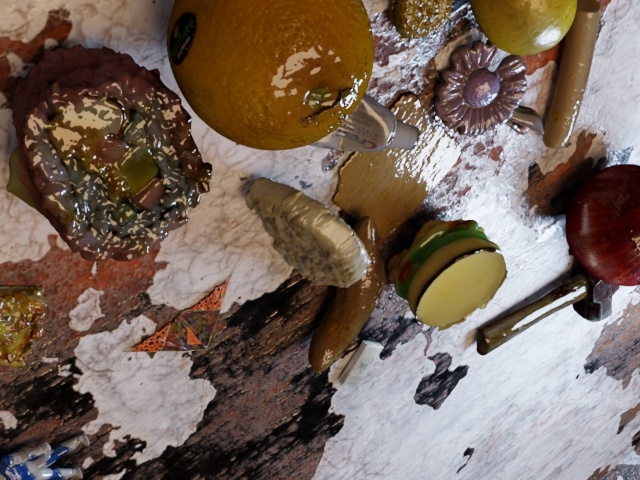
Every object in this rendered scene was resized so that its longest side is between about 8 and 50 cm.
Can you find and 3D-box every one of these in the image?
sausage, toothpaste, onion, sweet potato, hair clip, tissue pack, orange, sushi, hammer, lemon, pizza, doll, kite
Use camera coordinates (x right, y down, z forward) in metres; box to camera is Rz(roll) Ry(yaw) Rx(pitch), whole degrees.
[{"bbox_3d":[0.481,-0.311,1.597,0.065,0.066,0.301,-20,134,-25],"label":"sausage"},{"bbox_3d":[0.044,-0.194,1.346,0.282,0.068,0.099,9,89,-33],"label":"toothpaste"},{"bbox_3d":[0.676,-0.034,1.817,0.276,0.276,0.276,-21,133,-24],"label":"onion"},{"bbox_3d":[0.067,0.098,1.568,0.114,0.092,0.342,-9,128,-44],"label":"sweet potato"},{"bbox_3d":[0.328,-0.249,1.518,0.300,0.069,0.173,19,110,-45],"label":"hair clip"},{"bbox_3d":[0.086,0.262,1.763,0.056,0.023,0.108,13,113,-43],"label":"tissue pack"},{"bbox_3d":[-0.061,-0.245,1.063,0.274,0.274,0.274,-21,133,-24],"label":"orange"},{"bbox_3d":[-0.288,-0.114,1.066,0.236,0.171,0.270,-31,134,-15],"label":"sushi"},{"bbox_3d":[0.543,0.153,2.010,0.408,0.095,0.242,-25,135,-13],"label":"hammer"},{"bbox_3d":[0.320,-0.391,1.331,0.170,0.170,0.207,-51,136,7],"label":"lemon"},{"bbox_3d":[-0.457,0.115,1.200,0.134,0.046,0.175,-40,138,-5],"label":"pizza"},{"bbox_3d":[-0.499,0.390,1.379,0.227,0.057,0.114,-4,128,-39],"label":"doll"},{"bbox_3d":[-0.222,0.160,1.454,0.222,0.008,0.125,-36,140,-9],"label":"kite"}]

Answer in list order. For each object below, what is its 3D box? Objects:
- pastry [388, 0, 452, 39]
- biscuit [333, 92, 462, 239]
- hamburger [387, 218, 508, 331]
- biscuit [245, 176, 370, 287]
[{"bbox_3d":[0.156,-0.367,1.301,0.097,0.057,0.109,-8,124,-27],"label":"pastry"},{"bbox_3d":[0.137,-0.126,1.506,0.237,0.013,0.232,-49,138,4],"label":"biscuit"},{"bbox_3d":[0.245,0.049,1.632,0.237,0.149,0.237,-19,138,-18],"label":"hamburger"},{"bbox_3d":[0.000,0.000,1.393,0.084,0.179,0.281,-57,149,-18],"label":"biscuit"}]
